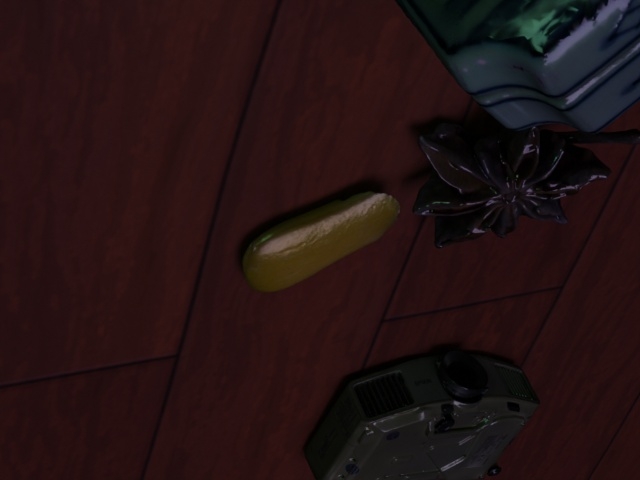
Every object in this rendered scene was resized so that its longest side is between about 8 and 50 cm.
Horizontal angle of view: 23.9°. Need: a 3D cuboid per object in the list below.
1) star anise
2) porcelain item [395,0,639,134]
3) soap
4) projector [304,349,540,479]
[{"bbox_3d":[0.197,-0.072,1.523,0.231,0.089,0.209,-7,150,-21],"label":"star anise"},{"bbox_3d":[0.181,-0.250,1.143,0.281,0.286,0.157,-38,149,12],"label":"porcelain item"},{"bbox_3d":[0.000,0.000,1.511,0.168,0.033,0.089,-23,145,-11],"label":"soap"},{"bbox_3d":[0.134,0.220,1.817,0.269,0.088,0.193,-2,137,-34],"label":"projector"}]
